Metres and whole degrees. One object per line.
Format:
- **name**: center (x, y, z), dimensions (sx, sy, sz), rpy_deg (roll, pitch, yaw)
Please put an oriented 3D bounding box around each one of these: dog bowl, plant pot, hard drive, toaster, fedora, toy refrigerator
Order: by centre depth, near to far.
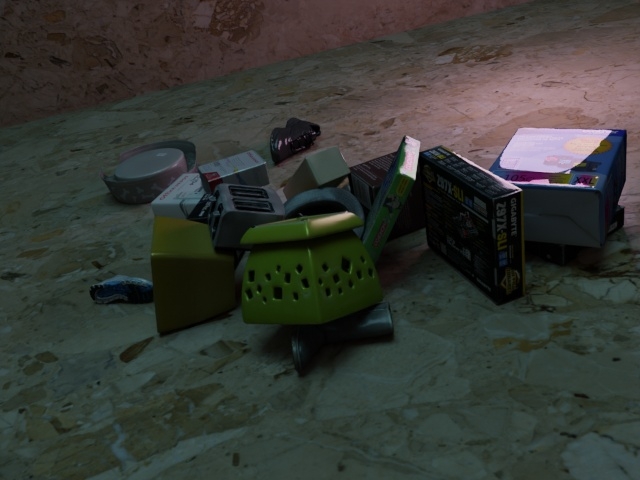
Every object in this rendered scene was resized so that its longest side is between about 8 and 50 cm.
- **plant pot**: center (-0.029, 0.054, 1.427), dimensions (0.227, 0.207, 0.228), rpy_deg (-5, 6, 39)
- **toaster**: center (-0.170, -0.049, 1.597), dimensions (0.185, 0.110, 0.168), rpy_deg (5, 27, -17)
- **plant pot**: center (-0.302, 0.074, 1.622), dimensions (0.187, 0.212, 0.212), rpy_deg (-3, 27, -9)
- **hard drive**: center (0.536, -0.065, 1.676), dimensions (0.236, 0.064, 0.339), rpy_deg (-27, 31, -25)
- **fedora**: center (0.000, 0.000, 1.696), dimensions (0.243, 0.124, 0.276), rpy_deg (-12, 40, 6)
- **toy refrigerator**: center (-0.015, -0.161, 1.890), dimensions (0.102, 0.094, 0.269), rpy_deg (-24, -6, -21)
- **dog bowl**: center (-0.596, -0.243, 2.385), dimensions (0.348, 0.102, 0.349), rpy_deg (-9, 29, 5)

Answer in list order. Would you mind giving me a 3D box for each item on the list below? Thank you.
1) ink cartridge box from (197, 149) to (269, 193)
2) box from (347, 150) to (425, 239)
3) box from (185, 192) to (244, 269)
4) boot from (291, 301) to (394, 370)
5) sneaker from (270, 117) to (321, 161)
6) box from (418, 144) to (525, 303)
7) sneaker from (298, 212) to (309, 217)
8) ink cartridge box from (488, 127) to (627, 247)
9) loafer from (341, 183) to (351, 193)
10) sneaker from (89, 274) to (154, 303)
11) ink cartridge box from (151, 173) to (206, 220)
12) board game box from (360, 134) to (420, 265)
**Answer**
- **ink cartridge box**: center (-0.249, -0.187, 1.939), dimensions (0.175, 0.072, 0.127), rpy_deg (-19, 30, -15)
- **box**: center (0.203, -0.126, 1.803), dimensions (0.203, 0.167, 0.168), rpy_deg (-20, 29, -14)
- **box**: center (-0.270, -0.017, 1.774), dimensions (0.077, 0.180, 0.147), rpy_deg (-5, 29, 15)
- **boot**: center (0.049, 0.196, 1.402), dimensions (0.208, 0.076, 0.190), rpy_deg (-1, 29, 7)
- **sneaker**: center (-0.089, -0.366, 2.413), dimensions (0.130, 0.109, 0.286), rpy_deg (8, 36, 21)
- **box**: center (0.334, -0.044, 1.514), dimensions (0.079, 0.257, 0.322), rpy_deg (-17, 28, -14)
- **sneaker**: center (-0.048, -0.035, 1.601), dimensions (0.098, 0.069, 0.038), rpy_deg (-15, 39, 3)
- **ink cartridge box**: center (0.568, -0.153, 1.607), dimensions (0.269, 0.151, 0.395), rpy_deg (7, 32, 30)
- **loafer**: center (0.091, -0.143, 1.961), dimensions (0.096, 0.084, 0.267), rpy_deg (17, 40, 41)
- **sneaker**: center (-0.501, 0.116, 1.748), dimensions (0.190, 0.071, 0.083), rpy_deg (-1, 25, 20)
- **ink cartridge box**: center (-0.333, -0.110, 2.029), dimensions (0.282, 0.117, 0.207), rpy_deg (2, 32, 22)
- **board game box**: center (0.147, -0.064, 1.581), dimensions (0.046, 0.317, 0.214), rpy_deg (21, 33, -2)
